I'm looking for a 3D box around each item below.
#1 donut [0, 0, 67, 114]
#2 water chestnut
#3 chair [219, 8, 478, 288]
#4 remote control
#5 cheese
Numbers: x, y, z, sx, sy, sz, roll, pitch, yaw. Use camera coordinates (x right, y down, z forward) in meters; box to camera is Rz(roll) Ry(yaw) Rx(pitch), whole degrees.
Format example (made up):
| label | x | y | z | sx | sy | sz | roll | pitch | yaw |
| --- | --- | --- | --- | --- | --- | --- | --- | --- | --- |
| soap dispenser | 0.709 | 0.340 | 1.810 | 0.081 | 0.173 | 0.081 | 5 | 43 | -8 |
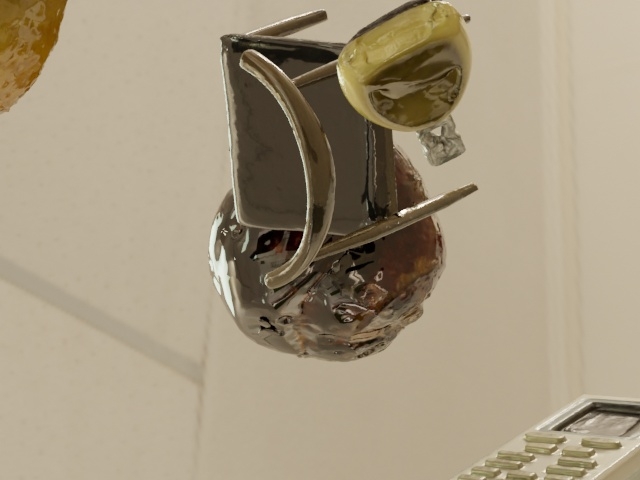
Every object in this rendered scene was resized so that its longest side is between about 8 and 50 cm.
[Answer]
| label | x | y | z | sx | sy | sz | roll | pitch | yaw |
| --- | --- | --- | --- | --- | --- | --- | --- | --- | --- |
| donut | -0.286 | -0.193 | 0.983 | 0.108 | 0.278 | 0.277 | -1 | -100 | -50 |
| water chestnut | 0.000 | 0.000 | 1.533 | 0.289 | 0.289 | 0.244 | 43 | -138 | -47 |
| chair | -0.003 | -0.088 | 1.134 | 0.272 | 0.166 | 0.188 | -31 | -58 | -53 |
| remote control | 0.177 | 0.168 | 0.974 | 0.277 | 0.103 | 0.055 | -18 | -75 | -53 |
| cheese | 0.066 | -0.092 | 0.893 | 0.036 | 0.086 | 0.162 | 61 | -178 | 28 |
